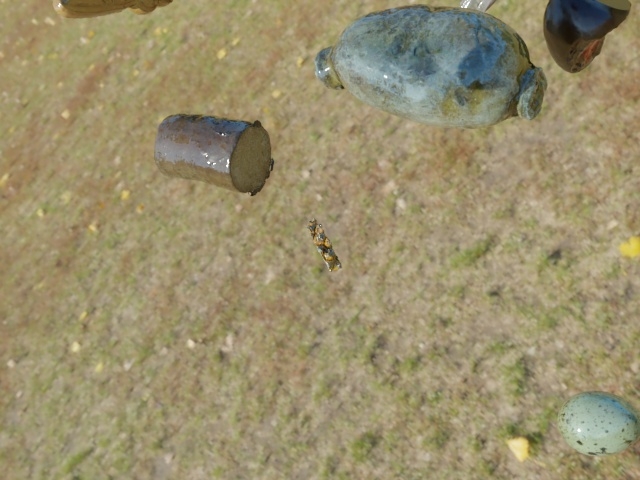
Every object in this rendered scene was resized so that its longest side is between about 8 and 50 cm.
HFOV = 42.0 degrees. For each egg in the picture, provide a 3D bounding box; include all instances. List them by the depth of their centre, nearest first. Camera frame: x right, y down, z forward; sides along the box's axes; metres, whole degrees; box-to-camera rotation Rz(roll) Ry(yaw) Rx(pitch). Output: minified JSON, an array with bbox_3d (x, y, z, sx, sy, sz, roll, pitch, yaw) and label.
[{"bbox_3d":[0.364,0.237,1.083,0.110,0.085,0.085,-18,42,37],"label":"egg"}]

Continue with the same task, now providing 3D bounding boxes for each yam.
[{"bbox_3d":[-0.121,-0.098,0.918,0.127,0.084,0.084,12,62,30],"label":"yam"}]

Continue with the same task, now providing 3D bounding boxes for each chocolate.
[{"bbox_3d":[0.393,-0.316,1.253,0.127,0.124,0.133,60,140,39],"label":"chocolate"}]

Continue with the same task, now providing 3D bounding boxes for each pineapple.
[{"bbox_3d":[0.000,0.000,1.025,0.019,0.045,0.083,-27,52,-3],"label":"pineapple"}]

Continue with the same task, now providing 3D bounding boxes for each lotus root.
[{"bbox_3d":[0.147,-0.254,1.203,0.350,0.175,0.175,11,59,21],"label":"lotus root"}]

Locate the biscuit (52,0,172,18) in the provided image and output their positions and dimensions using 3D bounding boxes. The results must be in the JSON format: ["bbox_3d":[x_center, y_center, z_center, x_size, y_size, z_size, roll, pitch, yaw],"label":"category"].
[{"bbox_3d":[-0.245,-0.341,1.005,0.035,0.162,0.250,-23,30,43],"label":"biscuit"}]

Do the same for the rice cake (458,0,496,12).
[{"bbox_3d":[0.326,-0.472,1.443,0.270,0.055,0.049,-48,9,37],"label":"rice cake"}]
